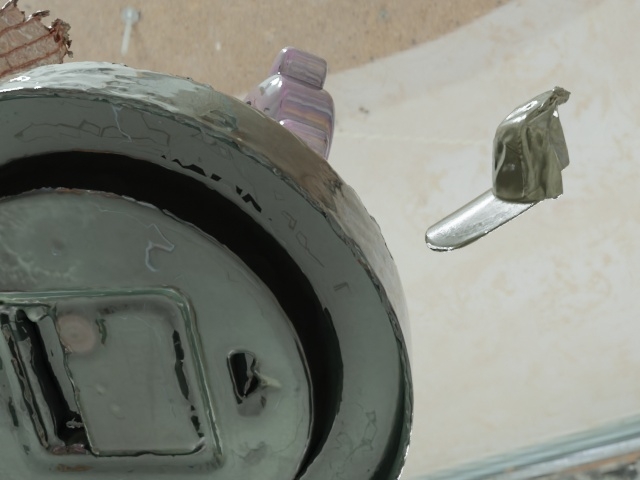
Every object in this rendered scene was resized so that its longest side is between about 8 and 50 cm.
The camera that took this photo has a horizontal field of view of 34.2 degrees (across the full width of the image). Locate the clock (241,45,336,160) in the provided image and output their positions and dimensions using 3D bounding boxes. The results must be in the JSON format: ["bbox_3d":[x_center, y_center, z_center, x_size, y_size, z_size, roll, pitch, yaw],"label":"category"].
[{"bbox_3d":[-0.086,-0.091,1.464,0.113,0.295,0.322,19,-50,-17],"label":"clock"}]

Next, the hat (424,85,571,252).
[{"bbox_3d":[0.233,-0.097,1.383,0.245,0.214,0.149,-18,-80,18],"label":"hat"}]

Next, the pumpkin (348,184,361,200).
[{"bbox_3d":[0.000,0.000,1.584,0.140,0.202,0.202,9,-40,30],"label":"pumpkin"}]

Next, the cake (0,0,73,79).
[{"bbox_3d":[-0.369,-0.186,1.170,0.098,0.287,0.135,48,-40,-17],"label":"cake"}]

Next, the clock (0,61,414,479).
[{"bbox_3d":[-0.072,0.041,0.373,0.215,0.042,0.214,5,-62,9],"label":"clock"}]
